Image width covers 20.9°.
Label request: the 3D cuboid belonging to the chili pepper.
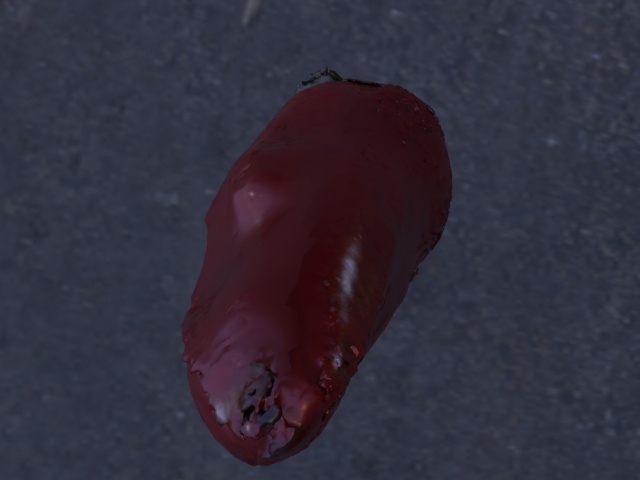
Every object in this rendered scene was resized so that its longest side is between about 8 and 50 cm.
[{"bbox_3d":[0.000,0.000,0.801,0.110,0.387,0.110,4,112,10],"label":"chili pepper"}]
